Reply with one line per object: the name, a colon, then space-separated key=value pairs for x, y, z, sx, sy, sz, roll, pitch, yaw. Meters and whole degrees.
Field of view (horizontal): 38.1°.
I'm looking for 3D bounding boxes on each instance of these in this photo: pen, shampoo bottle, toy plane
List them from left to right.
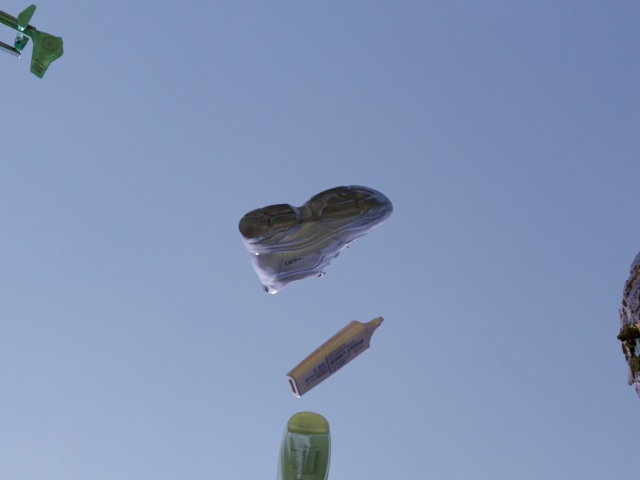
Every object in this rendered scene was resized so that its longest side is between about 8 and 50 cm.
toy plane: x=-0.403 y=-0.274 z=1.063 sx=0.235 sy=0.060 sz=0.096 roll=25 pitch=-122 yaw=-13
shampoo bottle: x=-0.025 y=0.328 z=1.273 sx=0.072 sy=0.212 sz=0.049 roll=3 pitch=-149 yaw=-3
pen: x=0.029 y=0.168 z=1.408 sx=0.197 sy=0.053 sz=0.032 roll=-35 pitch=-151 yaw=-32

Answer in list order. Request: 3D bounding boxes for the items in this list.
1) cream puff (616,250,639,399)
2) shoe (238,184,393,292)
cream puff: x=0.439 y=0.095 z=0.951 sx=0.303 sy=0.212 sz=0.303 roll=3 pitch=-100 yaw=-16
shoe: x=0.000 y=0.000 z=1.451 sx=0.245 sy=0.137 sz=0.095 roll=-15 pitch=-144 yaw=-11
